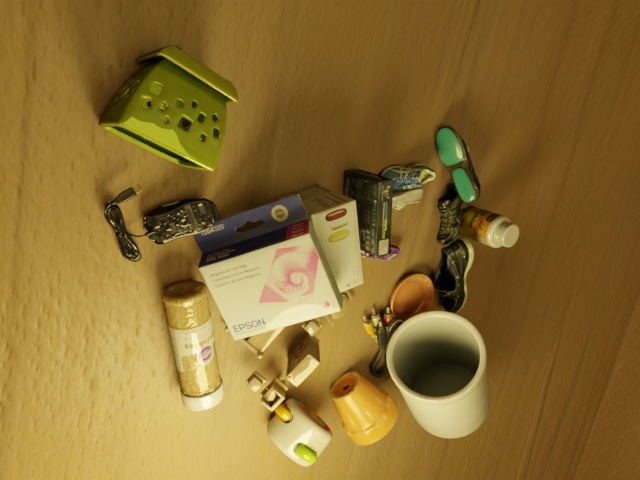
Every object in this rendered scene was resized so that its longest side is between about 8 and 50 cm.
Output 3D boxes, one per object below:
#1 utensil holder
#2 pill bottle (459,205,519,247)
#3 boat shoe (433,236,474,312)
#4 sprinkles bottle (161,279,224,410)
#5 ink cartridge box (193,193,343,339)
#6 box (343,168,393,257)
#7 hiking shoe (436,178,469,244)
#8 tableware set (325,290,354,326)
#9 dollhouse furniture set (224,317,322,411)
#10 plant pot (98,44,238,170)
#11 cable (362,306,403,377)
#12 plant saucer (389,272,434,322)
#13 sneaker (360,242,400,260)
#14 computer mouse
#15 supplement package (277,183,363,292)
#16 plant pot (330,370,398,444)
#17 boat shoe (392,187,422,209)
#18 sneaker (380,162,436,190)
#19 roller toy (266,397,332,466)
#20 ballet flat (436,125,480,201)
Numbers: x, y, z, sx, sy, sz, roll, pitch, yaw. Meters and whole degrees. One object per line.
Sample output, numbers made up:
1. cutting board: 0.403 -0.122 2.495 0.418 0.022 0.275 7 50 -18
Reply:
1. utensil holder: 0.435 0.487 1.809 0.327 0.327 0.385 -41 137 -13
2. pill bottle: 0.596 -0.046 1.826 0.117 0.215 0.117 -11 112 -29
3. boat shoe: 0.465 0.143 1.848 0.113 0.127 0.340 -17 136 -19
4. sprinkles bottle: -0.348 0.291 1.404 0.121 0.121 0.355 -16 114 -27
5. ink cartridge box: -0.146 0.081 1.353 0.324 0.071 0.330 -18 110 14
6. box: 0.139 -0.086 1.540 0.059 0.183 0.233 -11 111 -30
7. hiking shoe: 0.446 -0.099 1.804 0.114 0.086 0.227 24 84 -28
8. tableware set: 0.027 0.180 1.656 0.128 0.039 0.194 -51 132 -21
9. dollhouse furniture set: -0.177 0.277 1.560 0.355 0.174 0.303 42 96 -6
10. plant pot: -0.332 -0.299 1.147 0.227 0.228 0.207 26 86 -35
11. cable: 0.228 0.362 1.839 0.139 0.072 0.287 -15 124 -13
12. plant saucer: 0.328 0.210 1.857 0.200 0.037 0.200 -11 111 -29
13. sneaker: 0.202 0.044 1.697 0.170 0.071 0.068 1 106 -33
14. computer mouse: -0.402 -0.074 1.281 0.262 0.060 0.184 -25 124 -10
15. supplement package: 0.000 0.000 1.470 0.145 0.204 0.262 -20 117 -25
16. plant pot: 0.136 0.567 1.780 0.205 0.205 0.188 -41 108 -14
17. boat shoe: 0.263 -0.134 1.682 0.184 0.066 0.063 -19 116 -37
18. sneaker: 0.279 -0.205 1.650 0.211 0.081 0.080 -21 119 -23
19. roller toy: -0.065 0.615 1.660 0.146 0.209 0.191 -50 161 -7
20. ballet flat: 0.474 -0.265 1.741 0.096 0.095 0.280 -37 109 -46
